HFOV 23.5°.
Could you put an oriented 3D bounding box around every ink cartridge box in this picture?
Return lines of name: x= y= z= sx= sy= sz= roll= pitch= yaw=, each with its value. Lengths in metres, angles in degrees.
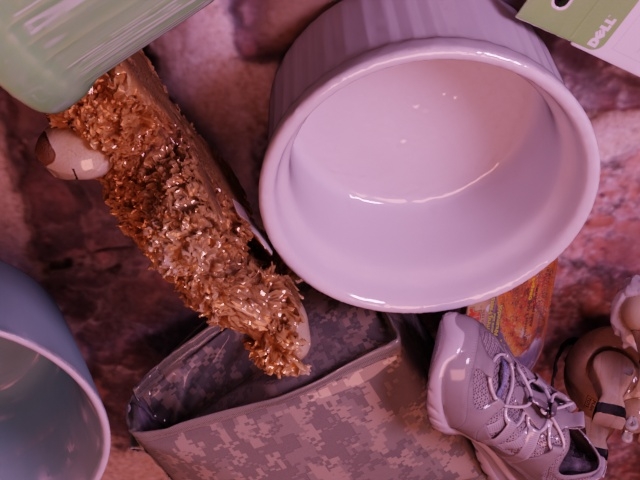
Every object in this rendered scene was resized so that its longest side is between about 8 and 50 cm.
ink cartridge box: x=0.267 y=-0.197 z=1.249 sx=0.209 sy=0.062 sz=0.109 roll=21 pitch=127 yaw=-22

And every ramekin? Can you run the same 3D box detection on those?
ramekin: x=0.083 y=-0.082 z=1.285 sx=0.277 sy=0.135 sz=0.277 roll=-3 pitch=132 yaw=-4
ramekin: x=-0.185 y=-0.250 z=1.007 sx=0.148 sy=0.303 sz=0.303 roll=-27 pitch=129 yaw=8

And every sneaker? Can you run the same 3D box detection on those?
sneaker: x=0.180 y=0.144 z=1.384 sx=0.115 sy=0.105 sz=0.281 roll=2 pitch=155 yaw=29

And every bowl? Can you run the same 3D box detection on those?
bowl: x=-0.346 y=0.126 z=1.409 sx=0.311 sy=0.163 sz=0.311 roll=-2 pitch=132 yaw=-3

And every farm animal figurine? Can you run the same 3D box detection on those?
farm animal figurine: x=0.379 y=0.172 z=1.535 sx=0.327 sy=0.172 sz=0.330 roll=23 pitch=135 yaw=-9

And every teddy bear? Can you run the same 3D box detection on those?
teddy bear: x=-0.120 y=-0.019 z=1.259 sx=0.113 sy=0.245 sz=0.338 roll=-32 pitch=133 yaw=7

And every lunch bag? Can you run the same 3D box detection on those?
lunch bag: x=-0.019 y=0.172 z=1.481 sx=0.287 sy=0.169 sz=0.235 roll=-25 pitch=130 yaw=10

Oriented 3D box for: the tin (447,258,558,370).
tin: x=0.167 y=0.065 z=1.453 sx=0.106 sy=0.040 sz=0.190 roll=-17 pitch=127 yaw=-33
